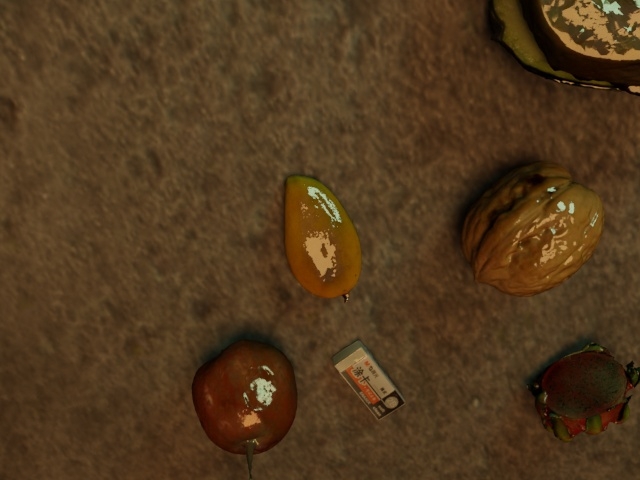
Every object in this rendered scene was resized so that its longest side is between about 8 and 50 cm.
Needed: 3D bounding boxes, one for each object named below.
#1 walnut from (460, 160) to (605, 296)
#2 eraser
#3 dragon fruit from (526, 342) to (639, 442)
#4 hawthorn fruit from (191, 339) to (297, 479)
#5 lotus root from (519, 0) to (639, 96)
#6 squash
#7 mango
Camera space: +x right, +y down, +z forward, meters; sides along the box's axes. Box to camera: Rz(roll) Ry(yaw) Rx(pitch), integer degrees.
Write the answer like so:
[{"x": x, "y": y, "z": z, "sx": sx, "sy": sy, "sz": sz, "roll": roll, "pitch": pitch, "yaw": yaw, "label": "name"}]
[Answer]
[{"x": 0.269, "y": -0.009, "z": 0.857, "sx": 0.184, "sy": 0.155, "sz": 0.155, "roll": -42, "pitch": 108, "yaw": 9, "label": "walnut"}, {"x": 0.072, "y": 0.208, "z": 0.974, "sx": 0.052, "sy": 0.029, "sz": 0.122, "roll": -35, "pitch": 108, "yaw": 7, "label": "eraser"}, {"x": 0.382, "y": 0.229, "z": 0.975, "sx": 0.142, "sy": 0.138, "sz": 0.175, "roll": 24, "pitch": 145, "yaw": 25, "label": "dragon fruit"}, {"x": -0.101, "y": 0.232, "z": 0.898, "sx": 0.149, "sy": 0.149, "sz": 0.189, "roll": -4, "pitch": 68, "yaw": -4, "label": "hawthorn fruit"}, {"x": 0.398, "y": -0.327, "z": 0.692, "sx": 0.390, "sy": 0.111, "sz": 0.375, "roll": -38, "pitch": 94, "yaw": 7, "label": "lotus root"}, {"x": 0.304, "y": -0.282, "z": 0.810, "sx": 0.184, "sy": 0.085, "sz": 0.191, "roll": 17, "pitch": 95, "yaw": 15, "label": "squash"}, {"x": 0.000, "y": 0.000, "z": 0.881, "sx": 0.101, "sy": 0.066, "sz": 0.187, "roll": -16, "pitch": 101, "yaw": 0, "label": "mango"}]
